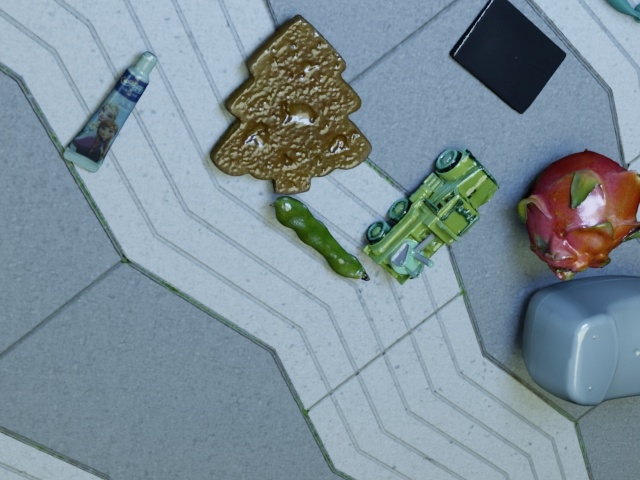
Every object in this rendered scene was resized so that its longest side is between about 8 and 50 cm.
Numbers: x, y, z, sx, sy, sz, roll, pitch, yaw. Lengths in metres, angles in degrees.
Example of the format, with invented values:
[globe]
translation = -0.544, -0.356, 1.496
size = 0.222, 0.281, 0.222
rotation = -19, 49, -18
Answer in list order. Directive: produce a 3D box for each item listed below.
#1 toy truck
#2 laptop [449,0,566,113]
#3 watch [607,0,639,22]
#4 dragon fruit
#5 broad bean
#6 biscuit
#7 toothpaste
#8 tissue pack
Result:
[toy truck]
translation = 0.213, -0.031, 1.478
size = 0.259, 0.135, 0.128
rotation = -48, 120, 4
[laptop]
translation = 0.331, -0.325, 1.447
size = 0.197, 0.016, 0.135
rotation = 32, 101, -30
[watch]
translation = 0.561, -0.495, 1.416
size = 0.195, 0.068, 0.237
rotation = 0, 111, -21
[dragon fruit]
translation = 0.477, -0.046, 1.519
size = 0.227, 0.224, 0.224
rotation = -47, 120, 1
[broad bean]
translation = -0.001, -0.001, 1.463
size = 0.052, 0.053, 0.256
rotation = -51, 124, -6
[biscuit]
translation = -0.037, -0.218, 1.354
size = 0.278, 0.043, 0.302
rotation = 0, 117, -16
[toothpaste]
translation = -0.318, -0.200, 1.277
size = 0.062, 0.037, 0.216
rotation = 30, 107, -29
[tissue pack]
translation = 0.571, 0.188, 1.654
size = 0.333, 0.236, 0.229
rotation = -5, 107, -17
